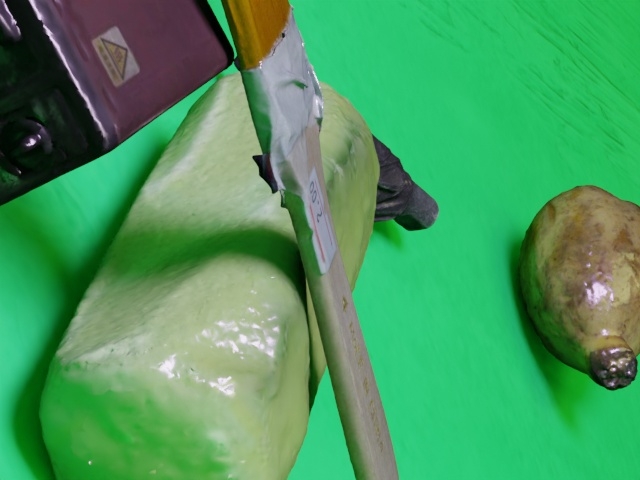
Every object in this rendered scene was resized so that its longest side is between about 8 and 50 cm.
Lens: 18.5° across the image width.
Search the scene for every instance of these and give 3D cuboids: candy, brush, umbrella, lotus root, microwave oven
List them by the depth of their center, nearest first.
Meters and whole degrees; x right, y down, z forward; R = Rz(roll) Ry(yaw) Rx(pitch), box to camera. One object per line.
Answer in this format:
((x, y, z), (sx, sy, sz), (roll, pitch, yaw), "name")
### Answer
((-0.187, -0.126, 0.881), (0.247, 0.178, 0.188), (61, 25, -10), "microwave oven")
((0.000, 0.000, 1.008), (0.085, 0.020, 0.337), (-66, 146, -59), "brush")
((-0.052, 0.032, 1.095), (0.343, 0.132, 0.142), (-68, 171, -57), "candy")
((0.013, -0.058, 1.396), (0.235, 0.059, 0.066), (37, 58, -50), "umbrella")
((0.231, 0.041, 1.673), (0.138, 0.138, 0.214), (51, 28, -30), "lotus root")
